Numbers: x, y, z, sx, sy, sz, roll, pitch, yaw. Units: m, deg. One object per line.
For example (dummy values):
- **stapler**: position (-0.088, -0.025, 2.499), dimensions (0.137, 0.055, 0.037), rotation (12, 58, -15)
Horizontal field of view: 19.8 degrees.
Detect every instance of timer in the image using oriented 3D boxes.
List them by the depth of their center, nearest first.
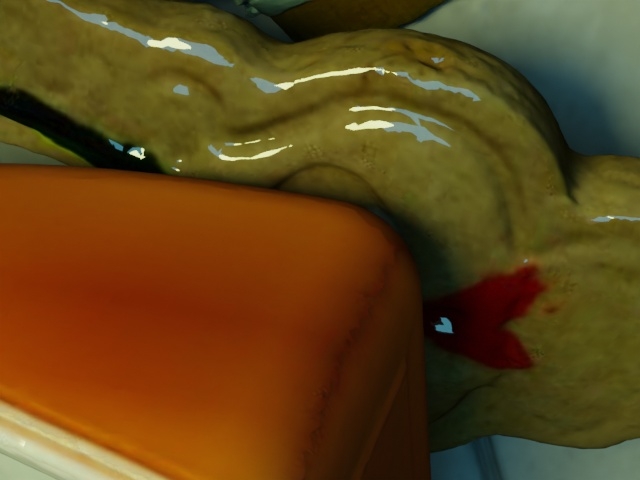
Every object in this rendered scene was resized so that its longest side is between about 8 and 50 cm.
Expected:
- **timer**: position (-0.094, 0.099, 0.632), dimensions (0.250, 0.161, 0.257), rotation (9, 135, 15)

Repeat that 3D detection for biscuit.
- **biscuit**: position (0.001, -0.006, 0.643), dimensions (0.320, 0.047, 0.183), rotation (33, 129, -15)

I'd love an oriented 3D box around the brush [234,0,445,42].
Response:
- **brush**: position (-0.020, -0.120, 0.537), dimensions (0.085, 0.336, 0.020), rotation (-21, 72, 12)
